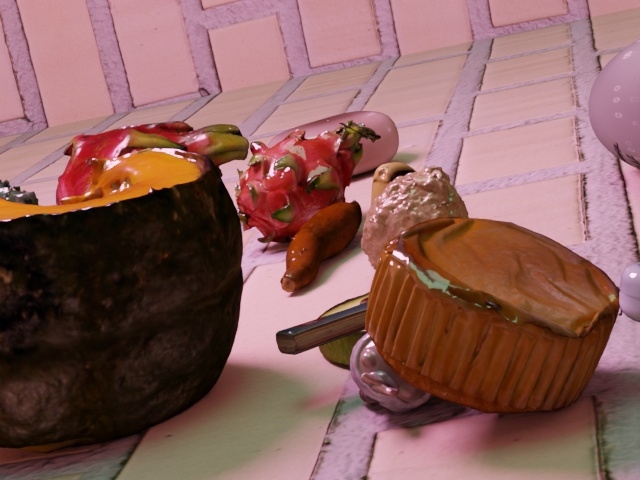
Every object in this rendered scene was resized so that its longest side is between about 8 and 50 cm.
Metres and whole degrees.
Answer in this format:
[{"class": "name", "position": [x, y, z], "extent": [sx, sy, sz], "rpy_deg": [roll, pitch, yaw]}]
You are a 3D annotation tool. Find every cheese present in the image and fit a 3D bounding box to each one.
[{"class": "cheese", "position": [0.114, -0.054, 1.878], "extent": [0.036, 0.086, 0.162], "rpy_deg": [4, 6, 34]}]

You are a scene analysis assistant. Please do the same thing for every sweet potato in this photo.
[{"class": "sweet potato", "position": [-0.001, 0.001, 1.791], "extent": [0.057, 0.057, 0.264], "rpy_deg": [-7, 18, 25]}]

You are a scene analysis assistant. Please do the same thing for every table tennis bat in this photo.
[{"class": "table tennis bat", "position": [0.082, 0.053, 1.366], "extent": [0.274, 0.021, 0.154], "rpy_deg": [-17, 6, -30]}]

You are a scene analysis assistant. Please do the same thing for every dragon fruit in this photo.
[{"class": "dragon fruit", "position": [-0.009, -0.076, 1.941], "extent": [0.135, 0.137, 0.236], "rpy_deg": [19, 33, 39]}, {"class": "dragon fruit", "position": [-0.235, -0.078, 2.122], "extent": [0.269, 0.198, 0.200], "rpy_deg": [-17, -12, -23]}]

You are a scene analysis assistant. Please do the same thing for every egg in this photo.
[{"class": "egg", "position": [0.100, -0.015, 1.615], "extent": [0.116, 0.118, 0.140], "rpy_deg": [1, -16, -24]}]

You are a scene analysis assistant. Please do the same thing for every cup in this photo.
[{"class": "cup", "position": [0.452, -0.149, 1.798], "extent": [0.258, 0.186, 0.234], "rpy_deg": [15, 0, -11]}]

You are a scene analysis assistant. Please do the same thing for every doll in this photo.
[{"class": "doll", "position": [0.057, 0.109, 1.259], "extent": [0.084, 0.073, 0.127], "rpy_deg": [-44, -8, 28]}]

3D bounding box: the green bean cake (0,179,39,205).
[{"class": "green bean cake", "position": [-0.513, -0.036, 2.333], "extent": [0.193, 0.107, 0.208], "rpy_deg": [-15, 11, -3]}]

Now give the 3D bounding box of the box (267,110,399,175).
[{"class": "box", "position": [0.017, -0.136, 2.274], "extent": [0.200, 0.088, 0.146], "rpy_deg": [-19, 13, -22]}]

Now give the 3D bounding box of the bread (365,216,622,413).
[{"class": "bread", "position": [0.130, 0.060, 1.192], "extent": [0.199, 0.104, 0.199], "rpy_deg": [16, 21, -6]}]

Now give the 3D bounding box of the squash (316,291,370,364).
[{"class": "squash", "position": [0.103, 0.070, 1.441], "extent": [0.219, 0.041, 0.219], "rpy_deg": [-14, 8, 2]}]

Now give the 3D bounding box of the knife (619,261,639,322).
[{"class": "knife", "position": [0.385, 0.035, 1.199], "extent": [0.331, 0.044, 0.080], "rpy_deg": [-2, 11, -16]}]

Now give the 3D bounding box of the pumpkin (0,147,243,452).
[{"class": "pumpkin", "position": [-0.213, 0.041, 1.384], "extent": [0.303, 0.225, 0.256], "rpy_deg": [-14, 20, -16]}]
